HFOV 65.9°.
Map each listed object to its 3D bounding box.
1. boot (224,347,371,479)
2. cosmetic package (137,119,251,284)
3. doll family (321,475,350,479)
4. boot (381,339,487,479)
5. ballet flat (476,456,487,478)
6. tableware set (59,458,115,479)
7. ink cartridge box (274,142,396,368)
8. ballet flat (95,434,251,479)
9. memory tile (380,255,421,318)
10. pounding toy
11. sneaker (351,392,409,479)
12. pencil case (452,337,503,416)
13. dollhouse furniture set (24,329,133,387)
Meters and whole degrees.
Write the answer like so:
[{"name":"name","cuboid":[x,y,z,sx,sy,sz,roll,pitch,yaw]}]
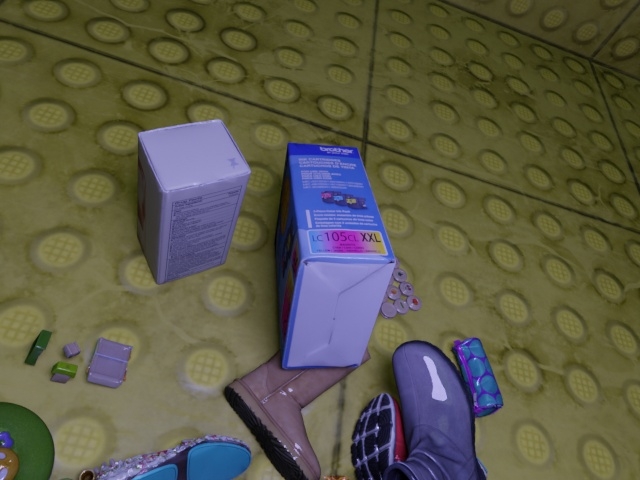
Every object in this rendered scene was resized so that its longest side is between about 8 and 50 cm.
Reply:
[{"name":"boot","cuboid":[-0.001,0.269,0.891,0.269,0.089,0.236,-29,71,-36]},{"name":"cosmetic package","cuboid":[-0.242,-0.060,0.895,0.153,0.296,0.129,-17,65,-31]},{"name":"doll family","cuboid":[-0.004,0.429,0.707,0.263,0.118,0.163,-5,55,6]},{"name":"boot","cuboid":[0.163,0.323,0.763,0.222,0.118,0.338,9,57,-54]},{"name":"ballet flat","cuboid":[0.245,0.386,0.926,0.052,0.057,0.168,-30,70,-25]},{"name":"tableware set","cuboid":[-0.320,0.403,0.710,0.104,0.024,0.154,-21,66,-31]},{"name":"ink cartridge box","cuboid":[0.000,0.000,0.926,0.151,0.270,0.395,4,40,-10]},{"name":"ballet flat","cuboid":[-0.223,0.341,0.753,0.241,0.077,0.091,2,98,-39]},{"name":"memory tile","cuboid":[0.158,0.102,1.120,0.113,0.012,0.148,-10,61,-27]},{"name":"pounding toy","cuboid":[-0.465,0.321,0.656,0.183,0.110,0.237,1,56,-20]},{"name":"sneaker","cuboid":[0.131,0.411,0.854,0.118,0.107,0.279,19,52,-32]},{"name":"pencil case","cuboid":[0.324,0.281,1.024,0.070,0.064,0.152,13,50,-34]},{"name":"dollhouse furniture set","cuboid":[-0.401,0.201,0.823,0.151,0.058,0.076,25,40,-28]}]
